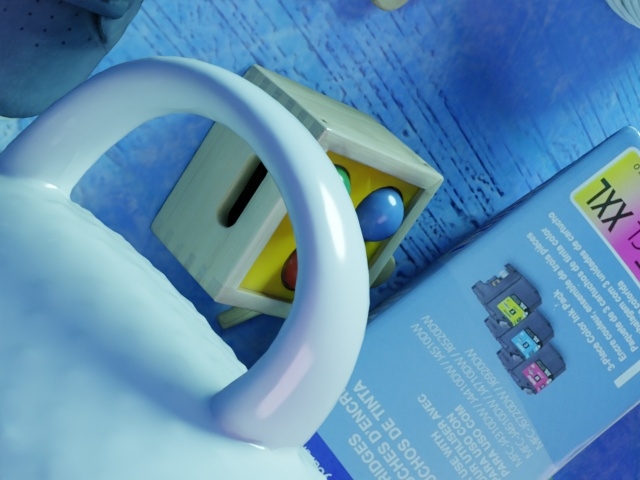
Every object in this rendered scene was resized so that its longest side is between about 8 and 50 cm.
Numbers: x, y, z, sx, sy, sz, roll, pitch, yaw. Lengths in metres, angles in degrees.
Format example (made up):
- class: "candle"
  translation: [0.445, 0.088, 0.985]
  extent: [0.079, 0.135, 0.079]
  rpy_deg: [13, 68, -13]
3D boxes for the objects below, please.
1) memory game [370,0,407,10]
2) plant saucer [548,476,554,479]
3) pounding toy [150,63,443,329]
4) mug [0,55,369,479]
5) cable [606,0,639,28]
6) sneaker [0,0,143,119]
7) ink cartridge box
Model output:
- class: "memory game"
  translation: [0.071, -0.227, 0.843]
  extent: [0.186, 0.012, 0.186]
  rpy_deg: [-25, 137, -25]
- class: "plant saucer"
  translation: [0.127, 0.348, 1.400]
  extent: [0.317, 0.043, 0.318]
  rpy_deg: [-26, 139, -25]
- class: "pounding toy"
  translation: [-0.001, 0.009, 0.922]
  extent: [0.206, 0.094, 0.181]
  rpy_deg: [18, 111, -49]
- class: "mug"
  translation: [-0.131, 0.084, 0.649]
  extent: [0.374, 0.328, 0.276]
  rpy_deg: [-48, 146, 14]
- class: "cable"
  translation: [0.309, -0.251, 0.982]
  extent: [0.257, 0.089, 0.257]
  rpy_deg: [-48, 143, 3]
- class: "sneaker"
  translation: [-0.069, -0.189, 0.632]
  extent: [0.131, 0.148, 0.350]
  rpy_deg: [8, 118, -47]
- class: "ink cartridge box"
  translation: [0.066, 0.117, 0.949]
  extent: [0.395, 0.151, 0.270]
  rpy_deg: [-38, 177, -13]
